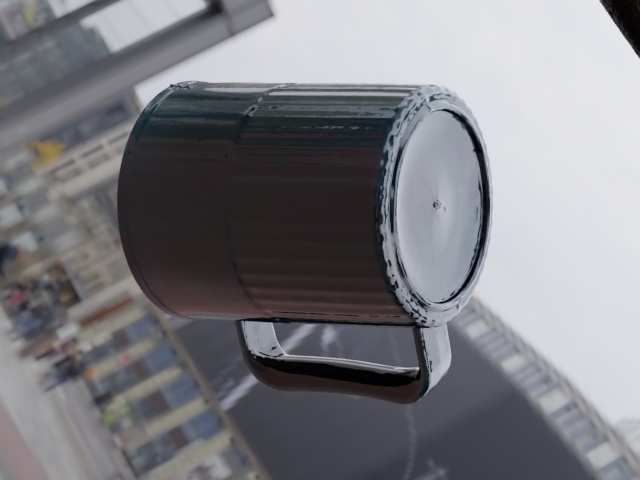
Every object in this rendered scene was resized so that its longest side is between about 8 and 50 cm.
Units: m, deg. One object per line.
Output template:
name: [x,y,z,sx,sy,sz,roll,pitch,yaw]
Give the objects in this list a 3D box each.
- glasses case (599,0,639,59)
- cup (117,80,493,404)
glasses case: [0.238,-0.187,0.990,0.321,0.082,0.122,58,-14,10]
cup: [-0.010,-0.006,1.394,0.242,0.292,0.307,15,78,-57]
